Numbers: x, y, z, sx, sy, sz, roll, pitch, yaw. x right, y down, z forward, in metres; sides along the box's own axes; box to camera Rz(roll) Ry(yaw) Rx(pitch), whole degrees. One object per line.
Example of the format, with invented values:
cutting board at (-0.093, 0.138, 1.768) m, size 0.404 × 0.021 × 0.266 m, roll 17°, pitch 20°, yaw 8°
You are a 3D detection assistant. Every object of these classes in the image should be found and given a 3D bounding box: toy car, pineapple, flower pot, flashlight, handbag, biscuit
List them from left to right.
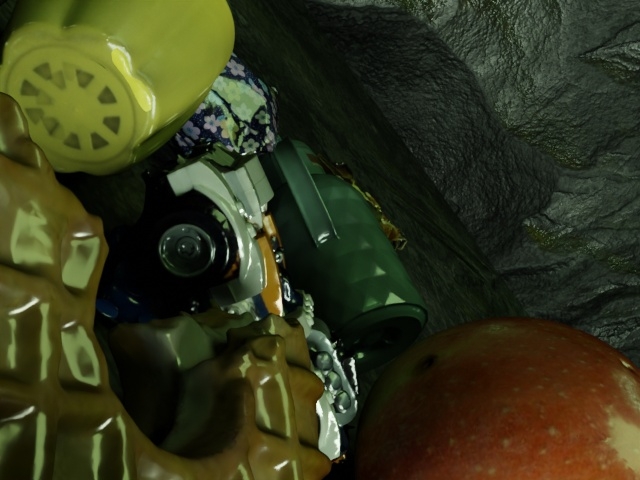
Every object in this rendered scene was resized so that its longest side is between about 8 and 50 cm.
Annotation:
flower pot at (-0.184, -0.151, 0.774) m, size 0.195 × 0.195 × 0.179 m, roll 48°, pitch 28°, yaw -24°
biscuit at (-0.114, 0.102, 0.483) m, size 0.366 × 0.115 × 0.268 m, roll 36°, pitch 41°, yaw -51°
flashlight at (-0.159, 0.031, 0.733) m, size 0.057 × 0.035 × 0.121 m, roll 21°, pitch 27°, yaw -27°
handbag at (-0.143, -0.174, 1.024) m, size 0.208 × 0.126 × 0.229 m, roll 43°, pitch 19°, yaw -19°
toy car at (-0.053, 0.057, 0.778) m, size 0.301 × 0.118 × 0.193 m, roll 63°, pitch 5°, yaw -10°
pineapple at (0.032, -0.038, 1.342) m, size 0.186 × 0.114 × 0.236 m, roll 50°, pitch 7°, yaw -18°

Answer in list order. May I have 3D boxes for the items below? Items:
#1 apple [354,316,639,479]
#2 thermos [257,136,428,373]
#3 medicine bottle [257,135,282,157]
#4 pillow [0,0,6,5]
apple at (0.185, 0.236, 0.817) m, size 0.348 × 0.276 × 0.349 m, roll -18°, pitch 90°, yaw -77°
thermos at (0.000, 0.000, 1.047) m, size 0.182 × 0.144 × 0.287 m, roll 71°, pitch -7°, yaw -61°
medicine bottle at (-0.101, -0.152, 1.234) m, size 0.208 × 0.053 × 0.090 m, roll 51°, pitch 16°, yaw -13°
pillow at (-0.360, -0.352, 0.750) m, size 0.322 × 0.119 × 0.255 m, roll 47°, pitch 18°, yaw -28°
